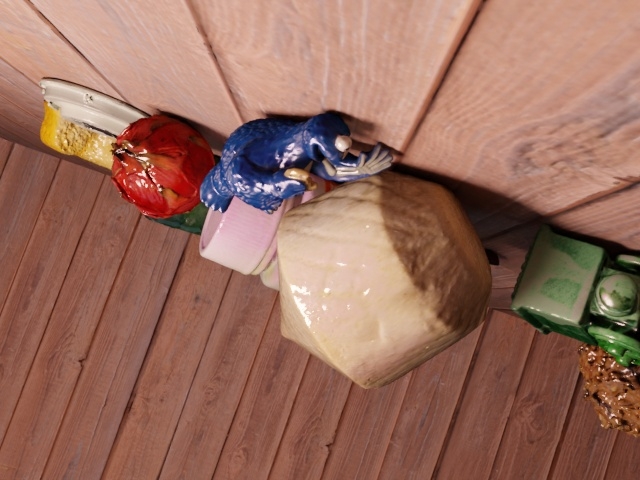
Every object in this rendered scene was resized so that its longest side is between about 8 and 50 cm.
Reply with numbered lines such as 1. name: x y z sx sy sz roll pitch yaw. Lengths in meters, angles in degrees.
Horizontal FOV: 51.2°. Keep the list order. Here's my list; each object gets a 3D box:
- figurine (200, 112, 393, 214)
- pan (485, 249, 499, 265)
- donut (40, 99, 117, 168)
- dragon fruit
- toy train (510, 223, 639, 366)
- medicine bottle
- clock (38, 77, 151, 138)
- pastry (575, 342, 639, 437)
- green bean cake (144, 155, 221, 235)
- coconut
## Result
1. figurine: -0.048 -0.106 0.839 0.262 0.121 0.164 -16 179 42
2. pan: 0.313 0.026 1.378 0.115 0.023 0.068 14 175 22
3. donut: -0.506 -0.226 1.434 0.152 0.101 0.259 23 -178 30
4. dragon fruit: -0.261 -0.122 1.118 0.172 0.172 0.209 19 -174 6
5. toy train: 0.411 0.089 0.979 0.201 0.145 0.266 19 174 33
6. medicine bottle: 0.000 0.000 1.185 0.388 0.219 0.219 22 175 -16
7. clock: -0.402 -0.224 1.224 0.236 0.053 0.236 20 174 2
8. pastry: 0.556 0.219 1.152 0.274 0.275 0.193 21 157 -23
9. green bean cake: -0.222 -0.081 1.474 0.307 0.169 0.300 20 177 -16
10. coconut: 0.070 0.059 0.946 0.328 0.329 0.329 19 175 2
